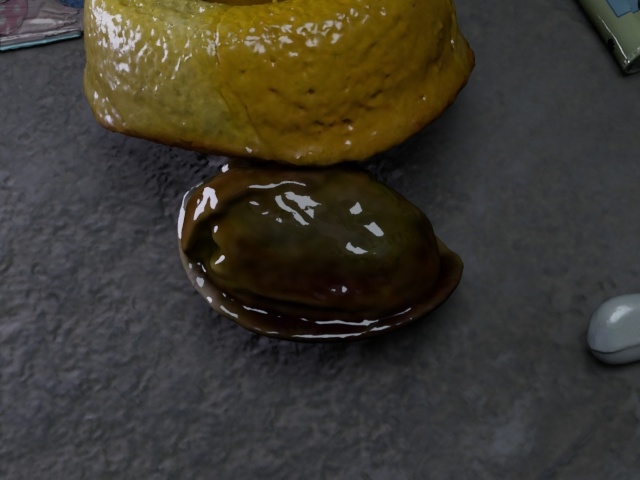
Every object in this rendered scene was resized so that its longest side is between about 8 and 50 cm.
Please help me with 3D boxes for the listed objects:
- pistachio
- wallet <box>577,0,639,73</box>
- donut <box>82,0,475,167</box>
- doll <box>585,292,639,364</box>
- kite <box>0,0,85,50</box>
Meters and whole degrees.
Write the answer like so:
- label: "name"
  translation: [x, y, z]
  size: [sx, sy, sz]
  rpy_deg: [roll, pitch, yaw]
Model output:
- label: "pistachio"
  translation: [0.000, 0.000, 1.072]
  size: [0.210, 0.130, 0.165]
  rpy_deg: [15, 61, 0]
- label: "wallet"
  translation: [0.261, -0.220, 1.222]
  size: [0.110, 0.039, 0.155]
  rpy_deg: [-23, 65, -8]
- label: "donut"
  translation: [-0.037, -0.170, 1.109]
  size: [0.302, 0.110, 0.303]
  rpy_deg: [-4, 37, 3]
- label: "doll"
  translation: [0.346, 0.065, 1.019]
  size: [0.237, 0.111, 0.252]
  rpy_deg: [-30, 38, -18]
- label: "kite"
  translation: [-0.228, -0.267, 1.280]
  size: [0.314, 0.011, 0.335]
  rpy_deg: [30, 67, 16]
